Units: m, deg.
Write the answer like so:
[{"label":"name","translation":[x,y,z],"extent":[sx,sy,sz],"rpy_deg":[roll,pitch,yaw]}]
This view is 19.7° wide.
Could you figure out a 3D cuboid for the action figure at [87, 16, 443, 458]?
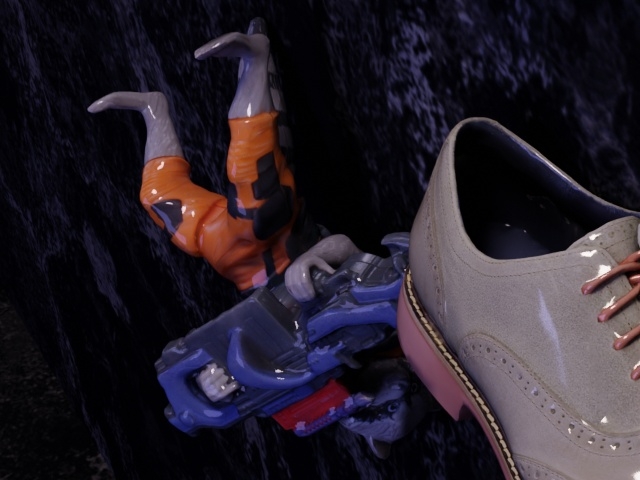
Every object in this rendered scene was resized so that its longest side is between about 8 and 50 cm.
[{"label":"action figure","translation":[0.000,0.000,1.341],"extent":[0.341,0.178,0.330],"rpy_deg":[-21,100,44]}]

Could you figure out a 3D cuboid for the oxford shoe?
[{"label":"oxford shoe","translation":[0.157,0.074,0.957],"extent":[0.397,0.140,0.146],"rpy_deg":[43,143,45]}]
